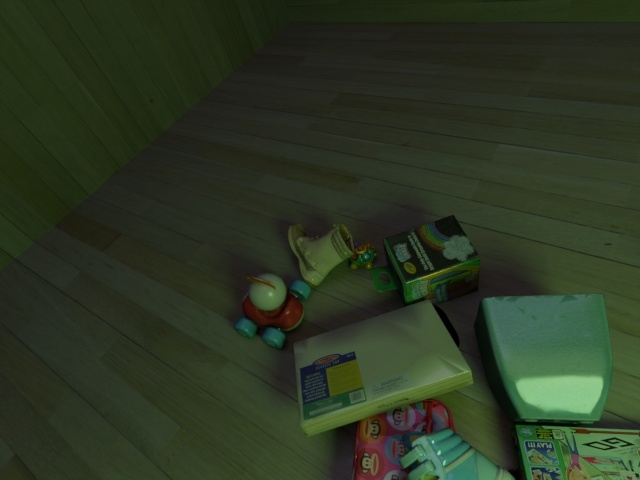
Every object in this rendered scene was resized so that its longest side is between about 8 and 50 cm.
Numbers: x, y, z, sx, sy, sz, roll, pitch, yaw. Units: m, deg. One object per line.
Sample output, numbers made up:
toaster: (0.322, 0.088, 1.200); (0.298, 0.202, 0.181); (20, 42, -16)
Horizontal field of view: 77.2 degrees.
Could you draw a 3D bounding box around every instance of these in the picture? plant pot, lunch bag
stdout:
plant pot: (0.505, 0.283, 0.916); (0.247, 0.248, 0.252); (-5, 62, 14)
lunch bag: (0.205, 0.509, 0.899); (0.258, 0.120, 0.293); (1, 52, 14)

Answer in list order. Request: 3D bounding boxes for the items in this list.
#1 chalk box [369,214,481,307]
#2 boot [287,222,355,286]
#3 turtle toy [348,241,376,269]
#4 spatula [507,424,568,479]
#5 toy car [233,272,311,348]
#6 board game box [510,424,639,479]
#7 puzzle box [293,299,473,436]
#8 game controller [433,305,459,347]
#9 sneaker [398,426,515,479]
chalk box: (0.296, 0.083, 1.190); (0.289, 0.179, 0.180); (-19, 48, 3)
boot: (0.000, 0.000, 1.357); (0.203, 0.095, 0.262); (-41, 47, 23)
turtle toy: (0.125, 0.044, 1.353); (0.130, 0.066, 0.095); (1, 51, 19)
spatula: (0.451, 0.499, 0.877); (0.296, 0.030, 0.084); (-28, 49, -7)
toy car: (-0.171, 0.167, 1.228); (0.210, 0.238, 0.219); (12, 55, 27)
board game box: (0.576, 0.494, 0.804); (0.317, 0.046, 0.214); (-1, 50, 8)
puzzle box: (0.134, 0.308, 1.021); (0.408, 0.052, 0.272); (-18, 29, 3)
game controller: (0.213, 0.286, 1.116); (0.319, 0.067, 0.166); (-19, 47, 1)
sneaker: (0.196, 0.496, 0.753); (0.319, 0.127, 0.208); (-34, 62, -32)
